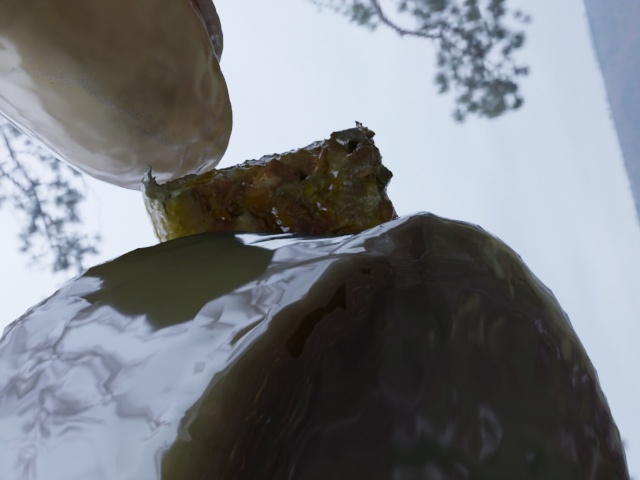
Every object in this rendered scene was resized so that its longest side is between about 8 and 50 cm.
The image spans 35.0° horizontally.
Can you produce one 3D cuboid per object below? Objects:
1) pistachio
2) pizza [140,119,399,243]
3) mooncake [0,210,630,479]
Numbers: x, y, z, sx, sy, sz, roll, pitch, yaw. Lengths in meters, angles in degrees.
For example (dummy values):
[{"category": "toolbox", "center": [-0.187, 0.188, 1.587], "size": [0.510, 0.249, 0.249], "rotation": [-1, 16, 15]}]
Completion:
[{"category": "pistachio", "center": [-0.175, -0.159, 0.774], "size": [0.299, 0.188, 0.187], "rotation": [40, -141, -51]}, {"category": "pizza", "center": [0.000, 0.000, 0.775], "size": [0.292, 0.058, 0.197], "rotation": [35, -98, -32]}, {"category": "mooncake", "center": [-0.007, 0.187, 0.502], "size": [0.393, 0.246, 0.393], "rotation": [-38, -64, -42]}]
